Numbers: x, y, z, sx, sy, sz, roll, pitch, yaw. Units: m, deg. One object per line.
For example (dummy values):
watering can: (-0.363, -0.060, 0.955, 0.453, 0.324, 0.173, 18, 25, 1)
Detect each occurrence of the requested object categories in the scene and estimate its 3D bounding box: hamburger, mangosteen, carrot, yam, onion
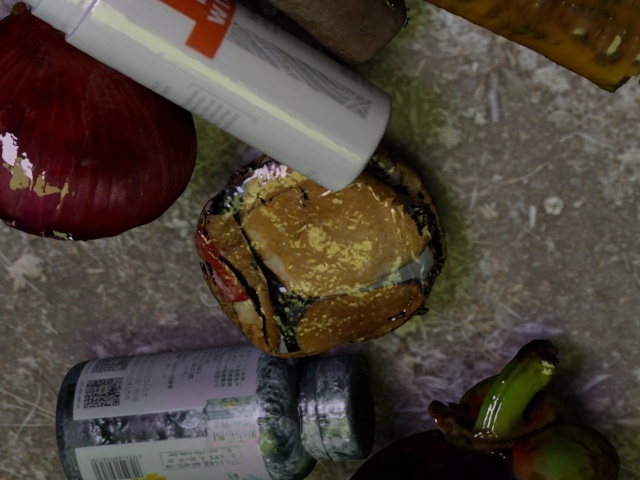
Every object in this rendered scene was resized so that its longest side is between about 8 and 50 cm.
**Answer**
hamburger: (0.000, 0.000, 1.703, 0.231, 0.107, 0.231, 4, 122, 6)
mangosteen: (0.154, 0.279, 1.764, 0.306, 0.306, 0.359, 8, 116, 4)
carrot: (0.159, -0.210, 1.497, 0.302, 0.114, 0.114, 27, 127, -17)
yam: (0.004, -0.205, 1.549, 0.084, 0.084, 0.127, -29, 135, 28)
onion: (-0.224, -0.102, 1.585, 0.248, 0.248, 0.161, 16, 140, -1)

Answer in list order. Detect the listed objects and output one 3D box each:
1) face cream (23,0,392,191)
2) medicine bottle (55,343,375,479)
face cream: (-0.108, -0.162, 1.531, 0.345, 0.102, 0.102, 30, 126, -17)
medicine bottle: (-0.098, 0.172, 1.823, 0.293, 0.141, 0.141, -7, 124, 15)
